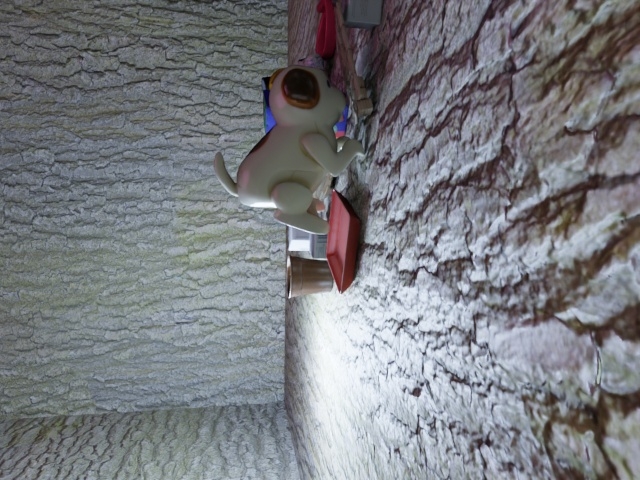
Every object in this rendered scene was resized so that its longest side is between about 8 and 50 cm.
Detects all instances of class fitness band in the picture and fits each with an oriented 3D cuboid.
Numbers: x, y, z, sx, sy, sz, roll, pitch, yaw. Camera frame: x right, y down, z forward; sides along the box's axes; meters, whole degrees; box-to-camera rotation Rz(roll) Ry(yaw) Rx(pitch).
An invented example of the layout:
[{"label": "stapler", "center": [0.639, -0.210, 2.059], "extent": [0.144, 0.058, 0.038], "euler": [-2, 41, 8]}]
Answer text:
[{"label": "fitness band", "center": [0.022, -0.827, 1.578], "extent": [0.291, 0.054, 0.208], "euler": [-115, 25, -70]}]

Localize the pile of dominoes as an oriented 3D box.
[{"label": "pile of dominoes", "center": [0.086, -0.448, 1.038], "extent": [0.196, 0.040, 0.251], "euler": [-10, -93, -89]}]

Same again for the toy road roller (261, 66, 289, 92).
[{"label": "toy road roller", "center": [-0.123, -0.551, 1.685], "extent": [0.240, 0.203, 0.329], "euler": [-130, 31, -62]}]

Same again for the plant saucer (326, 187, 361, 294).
[{"label": "plant saucer", "center": [0.071, -0.004, 1.254], "extent": [0.259, 0.048, 0.258], "euler": [-109, 21, -64]}]

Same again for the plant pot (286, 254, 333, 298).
[{"label": "plant pot", "center": [-0.042, 0.137, 1.540], "extent": [0.167, 0.165, 0.166], "euler": [180, 90, -80]}]

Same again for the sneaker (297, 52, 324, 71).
[{"label": "sneaker", "center": [-0.038, -0.698, 1.612], "extent": [0.237, 0.085, 0.086], "euler": [-116, 9, -67]}]

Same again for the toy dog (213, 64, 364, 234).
[{"label": "toy dog", "center": [-0.072, -0.283, 1.145], "extent": [0.284, 0.396, 0.407], "euler": [-77, 5, -71]}]

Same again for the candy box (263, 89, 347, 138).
[{"label": "candy box", "center": [-0.068, -0.453, 1.423], "extent": [0.317, 0.268, 0.122], "euler": [-108, 17, -61]}]

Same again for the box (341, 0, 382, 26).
[{"label": "box", "center": [0.101, -0.591, 0.997], "extent": [0.102, 0.087, 0.101], "euler": [-112, 24, -68]}]

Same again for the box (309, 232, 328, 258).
[{"label": "box", "center": [0.000, 0.000, 1.577], "extent": [0.137, 0.072, 0.126], "euler": [-141, 53, -76]}]

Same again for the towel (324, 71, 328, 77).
[{"label": "towel", "center": [-0.001, -0.587, 1.673], "extent": [0.144, 0.029, 0.197], "euler": [-166, 74, -73]}]

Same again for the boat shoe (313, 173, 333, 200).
[{"label": "boat shoe", "center": [-0.002, -0.200, 1.498], "extent": [0.341, 0.110, 0.121], "euler": [107, 153, -48]}]

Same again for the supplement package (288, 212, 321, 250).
[{"label": "supplement package", "center": [-0.071, -0.089, 1.791], "extent": [0.134, 0.139, 0.244], "euler": [118, 152, -67]}]
